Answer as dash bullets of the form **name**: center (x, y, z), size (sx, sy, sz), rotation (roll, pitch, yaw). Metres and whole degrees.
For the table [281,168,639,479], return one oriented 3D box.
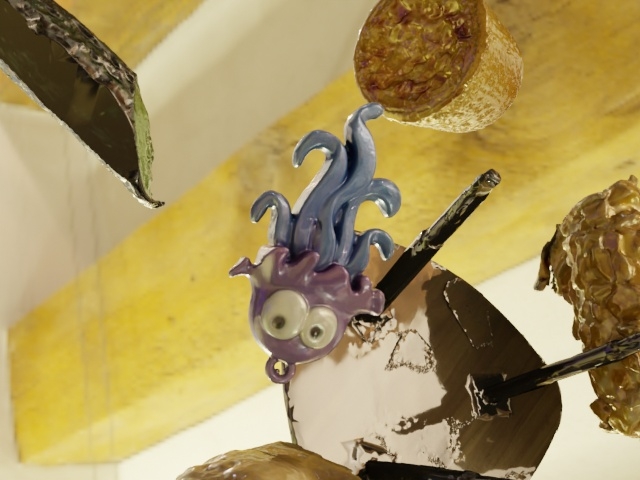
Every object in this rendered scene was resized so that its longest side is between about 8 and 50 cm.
- **table**: center (0.133, 0.088, 1.146), size (0.249, 0.317, 0.317), rotation (-31, -118, 53)

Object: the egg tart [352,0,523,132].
- **egg tart**: center (0.159, -0.230, 1.727), size (0.202, 0.147, 0.203), rotation (-10, -106, 36)

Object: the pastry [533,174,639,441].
- **pastry**: center (0.285, 0.062, 1.276), size (0.154, 0.102, 0.250), rotation (129, -51, -65)

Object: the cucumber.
- **cucumber**: center (-0.180, -0.115, 0.977), size (0.070, 0.220, 0.046), rotation (-47, -176, 13)

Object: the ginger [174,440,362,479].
- **ginger**: center (-0.076, 0.192, 0.968), size (0.193, 0.122, 0.115), rotation (0, -104, 59)

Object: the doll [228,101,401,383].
- **doll**: center (0.000, 0.000, 0.938), size (0.067, 0.110, 0.206), rotation (179, -72, -80)
